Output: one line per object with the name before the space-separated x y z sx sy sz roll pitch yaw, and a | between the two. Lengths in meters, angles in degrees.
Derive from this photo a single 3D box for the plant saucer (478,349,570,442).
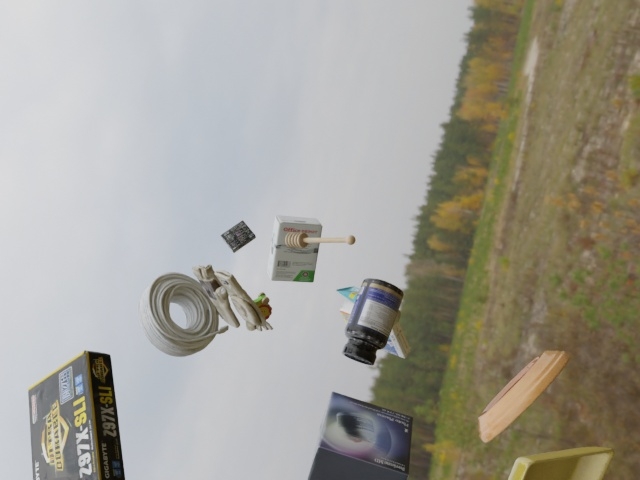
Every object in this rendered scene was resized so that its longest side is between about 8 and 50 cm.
plant saucer | 0.325 0.247 1.191 0.200 0.037 0.200 -42 -15 -14

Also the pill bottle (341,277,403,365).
pill bottle | 0.138 0.223 1.997 0.123 0.122 0.219 77 -147 -72

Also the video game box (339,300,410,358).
video game box | 0.178 0.290 2.371 0.048 0.205 0.187 -54 -40 -28

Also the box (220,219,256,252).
box | -0.245 -0.012 2.178 0.083 0.067 0.018 -36 -20 -15

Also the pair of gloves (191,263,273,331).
pair of gloves | -0.229 0.144 1.861 0.042 0.240 0.204 -41 -66 -25

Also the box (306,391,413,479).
box | 0.135 0.681 2.371 0.294 0.296 0.183 -70 -4 -63

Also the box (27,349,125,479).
box | -0.584 0.458 1.725 0.079 0.257 0.322 21 -134 -50

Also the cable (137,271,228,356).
cable | -0.424 0.220 2.188 0.089 0.257 0.257 -31 2 37

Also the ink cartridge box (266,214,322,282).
ink cartridge box | -0.087 0.027 2.433 0.087 0.153 0.208 -125 43 -65

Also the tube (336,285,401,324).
tube | 0.143 0.183 2.139 0.080 0.207 0.052 -1 -68 -46

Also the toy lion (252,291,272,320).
toy lion | -0.185 0.203 2.103 0.100 0.034 0.096 -16 -52 -29

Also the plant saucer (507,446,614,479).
plant saucer | 0.594 0.686 1.946 0.081 0.332 0.333 40 120 53

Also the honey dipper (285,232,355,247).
honey dipper | 0.000 0.000 1.364 0.030 0.160 0.030 -1 -88 -47
